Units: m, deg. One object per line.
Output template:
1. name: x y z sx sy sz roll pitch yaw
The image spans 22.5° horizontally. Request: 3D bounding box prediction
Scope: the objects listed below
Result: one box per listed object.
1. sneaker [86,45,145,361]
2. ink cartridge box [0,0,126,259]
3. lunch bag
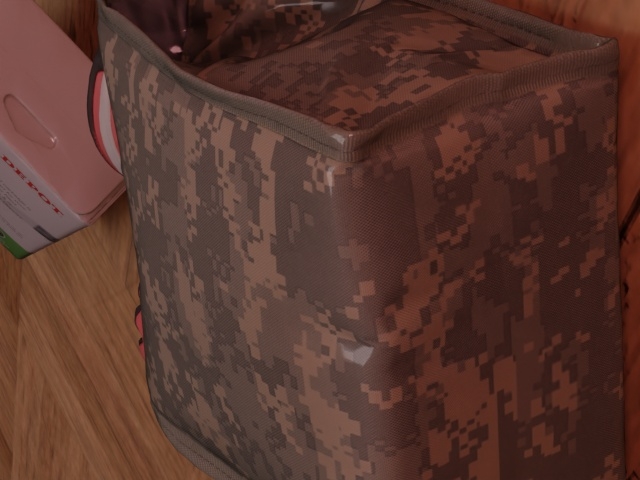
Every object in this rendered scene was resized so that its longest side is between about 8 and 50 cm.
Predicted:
1. sneaker: -0.040 -0.012 0.941 0.136 0.116 0.314 34 145 38
2. ink cartridge box: -0.226 -0.081 1.199 0.160 0.092 0.219 47 157 -12
3. lunch bag: 0.000 0.000 0.763 0.287 0.169 0.235 28 132 50
